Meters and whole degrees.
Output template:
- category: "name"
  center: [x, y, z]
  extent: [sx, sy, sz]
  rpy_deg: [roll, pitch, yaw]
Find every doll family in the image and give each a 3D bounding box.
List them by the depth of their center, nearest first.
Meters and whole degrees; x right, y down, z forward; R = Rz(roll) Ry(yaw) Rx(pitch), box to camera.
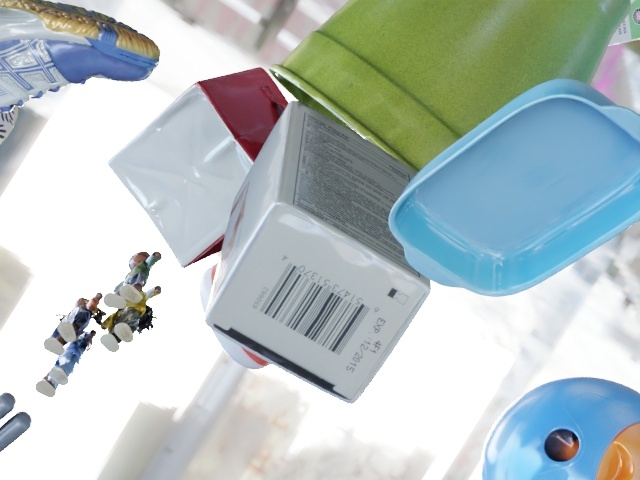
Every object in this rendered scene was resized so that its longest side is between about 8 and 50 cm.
- category: "doll family"
  center: [-0.225, 0.083, 1.422]
  extent: [0.076, 0.193, 0.111]
  rpy_deg: [55, -164, -18]

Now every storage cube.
- category: "storage cube"
  center: [-0.132, -0.104, 1.887]
  extent: [0.184, 0.215, 0.193]
  rpy_deg: [54, -153, 4]

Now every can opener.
- category: "can opener"
  center: [-0.542, 0.324, 2.035]
  extent: [0.074, 0.280, 0.093]
  rpy_deg: [50, -173, -6]

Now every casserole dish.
- category: "casserole dish"
  center: [0.126, -0.033, 0.852]
  extent: [0.114, 0.188, 0.037]
  rpy_deg: [34, -139, -22]

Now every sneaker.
- category: "sneaker"
  center: [-0.315, -0.181, 1.421]
  extent: [0.296, 0.131, 0.112]
  rpy_deg: [7, -165, -16]

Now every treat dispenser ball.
- category: "treat dispenser ball"
  center: [0.361, 0.331, 1.918]
  extent: [0.288, 0.288, 0.288]
  rpy_deg: [32, 179, 0]

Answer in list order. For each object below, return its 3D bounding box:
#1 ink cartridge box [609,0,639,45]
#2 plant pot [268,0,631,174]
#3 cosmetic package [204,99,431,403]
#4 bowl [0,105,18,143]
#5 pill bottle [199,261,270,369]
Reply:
- category: "ink cartridge box"
  center: [0.368, -0.352, 2.000]
  extent: [0.093, 0.212, 0.154]
  rpy_deg: [-102, 0, -72]
- category: "plant pot"
  center: [0.187, -0.230, 1.736]
  extent: [0.366, 0.353, 0.366]
  rpy_deg: [40, 180, 0]
- category: "cosmetic package"
  center: [0.000, 0.000, 1.238]
  extent: [0.153, 0.129, 0.296]
  rpy_deg: [30, -160, -8]
- category: "bowl"
  center: [-0.517, -0.191, 1.942]
  extent: [0.170, 0.170, 0.080]
  rpy_deg: [31, 156, 29]
- category: "pill bottle"
  center: [-0.013, 0.056, 2.143]
  extent: [0.181, 0.323, 0.181]
  rpy_deg: [54, -164, -24]
